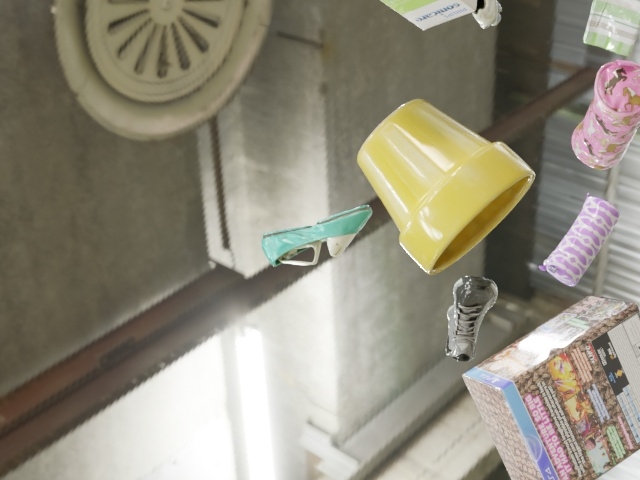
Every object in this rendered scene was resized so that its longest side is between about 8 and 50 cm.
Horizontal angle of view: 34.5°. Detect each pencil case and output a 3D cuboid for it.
[{"bbox_3d":[0.561,0.001,2.222,0.206,0.088,0.086,-52,-42,-10],"label":"pencil case"},{"bbox_3d":[0.768,-0.328,2.713,0.160,0.167,0.386,-32,-16,-5],"label":"pencil case"}]

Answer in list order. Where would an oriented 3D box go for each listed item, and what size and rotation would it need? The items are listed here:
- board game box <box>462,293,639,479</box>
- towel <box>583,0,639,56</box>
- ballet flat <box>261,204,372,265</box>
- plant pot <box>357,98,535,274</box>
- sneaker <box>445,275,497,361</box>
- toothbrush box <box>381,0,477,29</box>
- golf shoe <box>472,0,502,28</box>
[{"bbox_3d":[0.434,0.267,1.765,0.291,0.141,0.232,-29,-78,-15],"label":"board game box"},{"bbox_3d":[0.636,-0.478,2.226,0.023,0.113,0.152,-48,-26,-42],"label":"towel"},{"bbox_3d":[0.000,0.000,2.060,0.083,0.247,0.087,1,-105,-69],"label":"ballet flat"},{"bbox_3d":[0.202,-0.110,1.795,0.254,0.239,0.254,-39,-15,-13],"label":"plant pot"},{"bbox_3d":[0.292,0.166,2.013,0.229,0.086,0.132,90,-171,-64],"label":"sneaker"},{"bbox_3d":[0.127,-0.500,1.636,0.283,0.122,0.206,23,-113,-37],"label":"toothbrush box"},{"bbox_3d":[0.366,-0.575,2.346,0.086,0.069,0.176,15,-120,-50],"label":"golf shoe"}]
